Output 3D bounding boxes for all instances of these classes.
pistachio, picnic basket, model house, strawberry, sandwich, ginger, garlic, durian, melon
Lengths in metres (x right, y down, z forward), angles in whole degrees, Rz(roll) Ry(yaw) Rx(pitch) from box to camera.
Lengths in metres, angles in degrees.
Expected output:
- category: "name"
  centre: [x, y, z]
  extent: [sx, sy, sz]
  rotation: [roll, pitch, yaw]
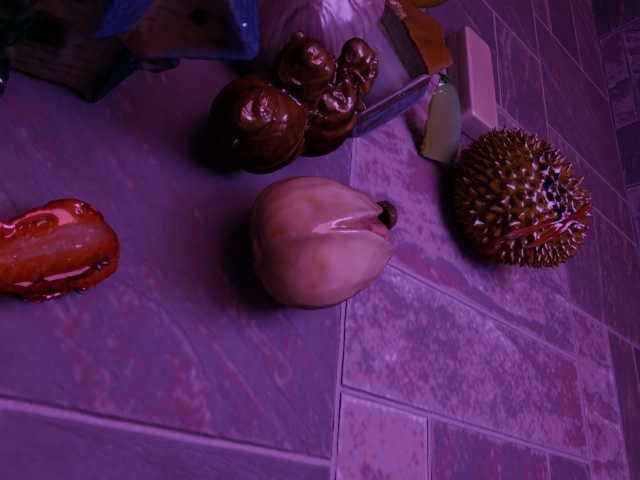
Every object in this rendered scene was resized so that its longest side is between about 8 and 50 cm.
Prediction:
- category: "pistachio"
  centre: [0.000, 0.000, 0.937]
  extent: [0.309, 0.230, 0.229]
  rotation: [-1, 74, -55]
- category: "picnic basket"
  centre: [0.118, -0.046, 1.194]
  extent: [0.083, 0.072, 0.072]
  rotation: [-19, 88, -47]
- category: "model house"
  centre: [-0.256, -0.328, 0.696]
  extent: [0.343, 0.382, 0.334]
  rotation: [10, 67, -41]
- category: "strawberry"
  centre: [-0.342, 0.018, 0.698]
  extent: [0.188, 0.082, 0.121]
  rotation: [-15, 65, -38]
- category: "sandwich"
  centre: [0.193, -0.483, 1.390]
  extent: [0.198, 0.155, 0.227]
  rotation: [-38, 102, -49]
- category: "ginger"
  centre: [-0.041, -0.218, 0.950]
  extent: [0.357, 0.274, 0.152]
  rotation: [-24, 87, -47]
- category: "garlic"
  centre: [-0.032, -0.459, 1.044]
  extent: [0.318, 0.259, 0.317]
  rotation: [-1, 96, -5]
- category: "durian"
  centre: [0.498, -0.101, 1.440]
  extent: [0.384, 0.347, 0.348]
  rotation: [44, 40, 14]
- category: "melon"
  centre: [0.292, -0.297, 1.411]
  extent: [0.114, 0.261, 0.053]
  rotation: [-18, 42, -13]

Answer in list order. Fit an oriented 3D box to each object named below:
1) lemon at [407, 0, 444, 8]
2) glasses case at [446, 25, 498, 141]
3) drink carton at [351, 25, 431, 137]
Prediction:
- category: "lemon"
  centre: [0.267, -0.749, 1.502]
  extent: [0.316, 0.286, 0.285]
  rotation: [59, 35, -52]
- category: "glasses case"
  centre: [0.449, -0.467, 1.700]
  extent: [0.144, 0.076, 0.336]
  rotation: [25, 57, -36]
- category: "drink carton"
  centre: [0.098, -0.345, 1.222]
  extent: [0.189, 0.185, 0.191]
  rotation: [55, 2, 6]
